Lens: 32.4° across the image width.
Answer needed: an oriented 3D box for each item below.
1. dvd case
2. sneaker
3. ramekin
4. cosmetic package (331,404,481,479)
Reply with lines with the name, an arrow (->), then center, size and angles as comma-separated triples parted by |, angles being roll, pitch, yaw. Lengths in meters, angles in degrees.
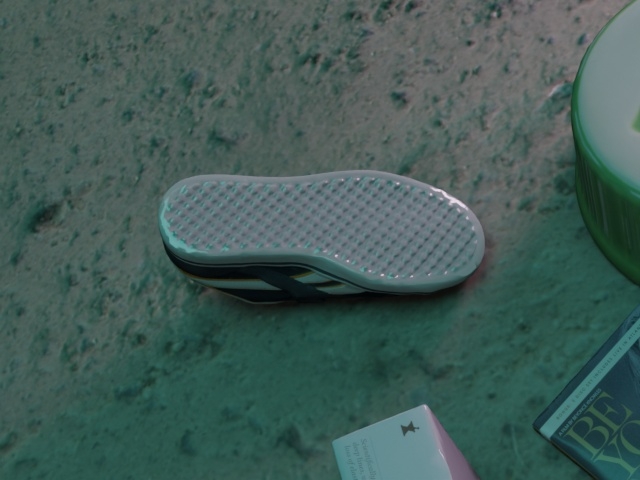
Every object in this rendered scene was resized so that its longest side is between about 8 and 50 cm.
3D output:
dvd case -> 0.318, 0.167, 0.945 | 0.164, 0.018, 0.221 | -46, 55, -7
sneaker -> 0.000, 0.000, 1.124 | 0.321, 0.127, 0.126 | 7, 69, -1
ramekin -> 0.373, -0.103, 0.996 | 0.303, 0.148, 0.303 | -10, 59, 17
cosmetic package -> 0.091, 0.230, 0.875 | 0.085, 0.231, 0.117 | -23, 55, 10
